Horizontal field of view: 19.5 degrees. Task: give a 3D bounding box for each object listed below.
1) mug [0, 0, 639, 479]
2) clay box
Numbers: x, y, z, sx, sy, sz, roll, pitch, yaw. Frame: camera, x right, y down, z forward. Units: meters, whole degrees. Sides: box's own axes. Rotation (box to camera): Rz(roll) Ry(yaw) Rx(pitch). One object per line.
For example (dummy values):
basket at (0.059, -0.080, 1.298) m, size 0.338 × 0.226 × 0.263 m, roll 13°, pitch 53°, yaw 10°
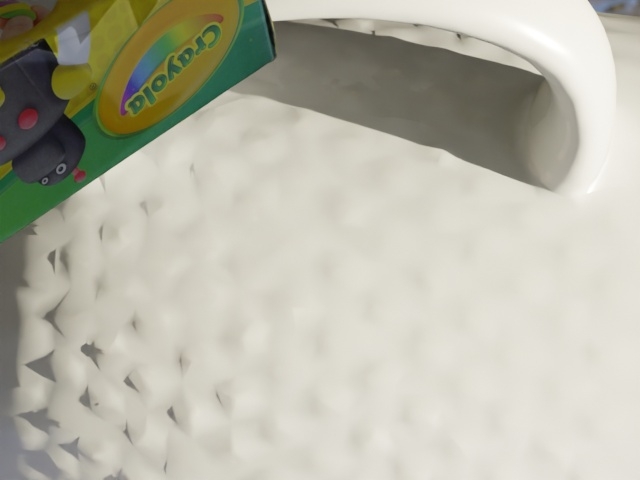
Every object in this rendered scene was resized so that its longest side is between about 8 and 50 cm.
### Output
mug at (0.000, 0.000, 0.786) m, size 0.328 × 0.374 × 0.276 m, roll 5°, pitch -122°, yaw -3°
clay box at (-0.114, -0.046, 0.480) m, size 0.222 × 0.053 × 0.127 m, roll -35°, pitch -135°, yaw -24°
